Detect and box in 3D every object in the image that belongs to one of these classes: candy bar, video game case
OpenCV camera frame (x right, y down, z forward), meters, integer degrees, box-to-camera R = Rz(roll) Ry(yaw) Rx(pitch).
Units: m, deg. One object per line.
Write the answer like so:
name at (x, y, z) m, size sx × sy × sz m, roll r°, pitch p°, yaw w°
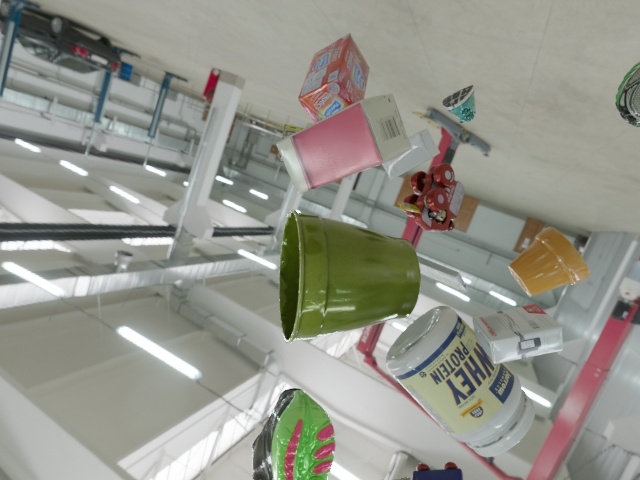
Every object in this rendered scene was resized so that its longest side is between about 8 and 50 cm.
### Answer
candy bar at (0.342, -0.126, 1.569) m, size 0.161 × 0.018 × 0.040 m, roll 3°, pitch -131°, yaw -53°
video game case at (0.384, 0.103, 1.392) m, size 0.212 × 0.023 × 0.193 m, roll 23°, pitch 172°, yaw 35°

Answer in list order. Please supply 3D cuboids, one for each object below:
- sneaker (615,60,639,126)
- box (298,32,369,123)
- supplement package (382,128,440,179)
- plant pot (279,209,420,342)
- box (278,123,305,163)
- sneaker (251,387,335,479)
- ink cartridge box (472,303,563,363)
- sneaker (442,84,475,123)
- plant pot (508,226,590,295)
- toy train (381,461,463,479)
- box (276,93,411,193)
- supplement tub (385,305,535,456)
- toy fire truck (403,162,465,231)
sneaker at (0.749, -0.359, 0.791) m, size 0.134 × 0.343 × 0.146 m, roll 52°, pitch -159°, yaw 4°
box at (0.044, -0.435, 1.130) m, size 0.128 × 0.257 × 0.123 m, roll -16°, pitch 133°, yaw 30°
supplement package at (0.324, -0.316, 1.510) m, size 0.105 × 0.179 × 0.105 m, roll -32°, pitch -85°, yaw -52°
plant pot at (0.079, 0.106, 1.181) m, size 0.352 × 0.367 × 0.366 m, roll 3°, pitch -167°, yaw -13°
box at (-0.039, -0.359, 1.609) m, size 0.232 × 0.159 × 0.044 m, roll 10°, pitch 153°, yaw -8°
sneaker at (-0.082, 0.575, 0.969) m, size 0.185 × 0.483 × 0.202 m, roll 15°, pitch -173°, yaw -17°
ink cartridge box at (0.429, 0.204, 0.907) m, size 0.150 × 0.063 × 0.109 m, roll -13°, pitch -163°, yaw 3°
sneaker at (0.490, -0.456, 1.394) m, size 0.107 × 0.110 × 0.275 m, roll -22°, pitch -172°, yaw 31°
plant pot at (0.767, 0.090, 1.414) m, size 0.205 × 0.188 × 0.205 m, roll 51°, pitch -167°, yaw -17°
toy train at (0.329, 0.786, 1.276) m, size 0.247 × 0.144 × 0.105 m, roll -16°, pitch -167°, yaw 21°
box at (0.049, -0.203, 0.882) m, size 0.232 × 0.127 × 0.148 m, roll -15°, pitch -167°, yaw 40°
supplement tub at (0.356, 0.358, 1.068) m, size 0.325 × 0.235 × 0.235 m, roll 46°, pitch -168°, yaw 4°
toy fire truck at (0.513, -0.169, 1.774) m, size 0.253 × 0.302 × 0.169 m, roll 33°, pitch 156°, yaw -26°
